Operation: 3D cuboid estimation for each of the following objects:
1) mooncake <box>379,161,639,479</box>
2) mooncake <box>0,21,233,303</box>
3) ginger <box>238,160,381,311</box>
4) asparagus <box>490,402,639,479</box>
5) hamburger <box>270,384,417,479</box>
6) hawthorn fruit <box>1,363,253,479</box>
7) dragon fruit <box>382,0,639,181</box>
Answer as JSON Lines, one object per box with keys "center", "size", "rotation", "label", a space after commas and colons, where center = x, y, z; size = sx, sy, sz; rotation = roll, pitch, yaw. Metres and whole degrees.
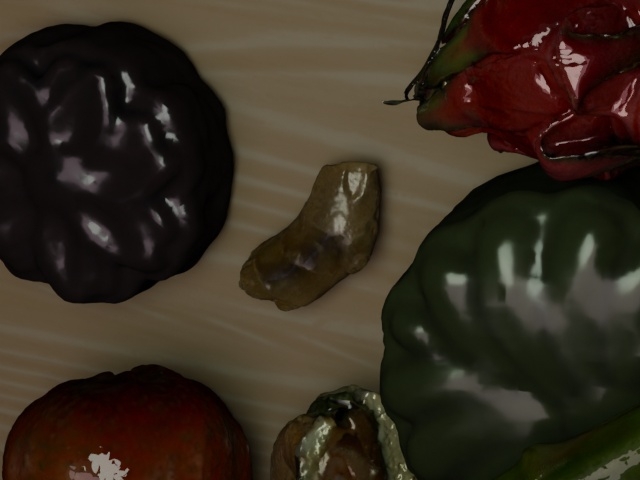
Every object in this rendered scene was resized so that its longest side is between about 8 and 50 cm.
{"center": [0.229, 0.109, 1.368], "size": [0.356, 0.194, 0.356], "rotation": [7, 109, 20], "label": "mooncake"}
{"center": [-0.226, -0.070, 1.514], "size": [0.283, 0.141, 0.283], "rotation": [7, 110, 21], "label": "mooncake"}
{"center": [-0.002, -0.001, 1.487], "size": [0.095, 0.069, 0.190], "rotation": [46, 115, -3], "label": "ginger"}
{"center": [0.190, 0.207, 1.270], "size": [0.343, 0.082, 0.085], "rotation": [-33, 99, 23], "label": "asparagus"}
{"center": [0.019, 0.225, 1.516], "size": [0.135, 0.208, 0.155], "rotation": [8, 78, -11], "label": "hamburger"}
{"center": [-0.180, 0.276, 1.533], "size": [0.254, 0.254, 0.300], "rotation": [-13, 86, 24], "label": "hawthorn fruit"}
{"center": [0.197, -0.141, 1.275], "size": [0.293, 0.234, 0.233], "rotation": [-20, 99, 7], "label": "dragon fruit"}
